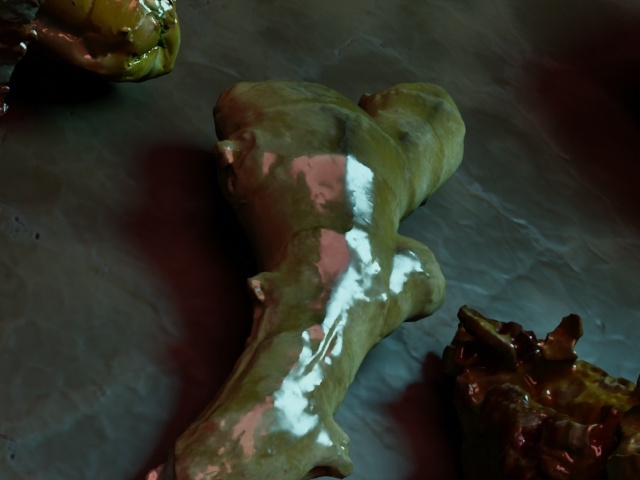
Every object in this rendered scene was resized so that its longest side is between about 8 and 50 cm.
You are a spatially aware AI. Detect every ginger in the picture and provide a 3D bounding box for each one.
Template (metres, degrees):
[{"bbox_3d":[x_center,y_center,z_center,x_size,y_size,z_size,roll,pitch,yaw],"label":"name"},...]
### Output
[{"bbox_3d":[0.000,0.000,0.597,0.148,0.081,0.334,37,40,-20],"label":"ginger"}]

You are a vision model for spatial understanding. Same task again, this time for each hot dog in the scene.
[{"bbox_3d":[-0.193,-0.160,0.605,0.269,0.072,0.115,28,14,-6],"label":"hot dog"}]

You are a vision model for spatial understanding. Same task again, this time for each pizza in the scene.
[{"bbox_3d":[0.102,0.097,0.552,0.069,0.154,0.194,-13,35,-18],"label":"pizza"}]

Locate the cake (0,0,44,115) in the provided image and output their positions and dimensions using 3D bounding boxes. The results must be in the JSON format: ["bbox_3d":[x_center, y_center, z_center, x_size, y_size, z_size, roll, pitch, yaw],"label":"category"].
[{"bbox_3d":[-0.260,-0.120,0.486,0.262,0.158,0.160,28,46,-7],"label":"cake"}]
